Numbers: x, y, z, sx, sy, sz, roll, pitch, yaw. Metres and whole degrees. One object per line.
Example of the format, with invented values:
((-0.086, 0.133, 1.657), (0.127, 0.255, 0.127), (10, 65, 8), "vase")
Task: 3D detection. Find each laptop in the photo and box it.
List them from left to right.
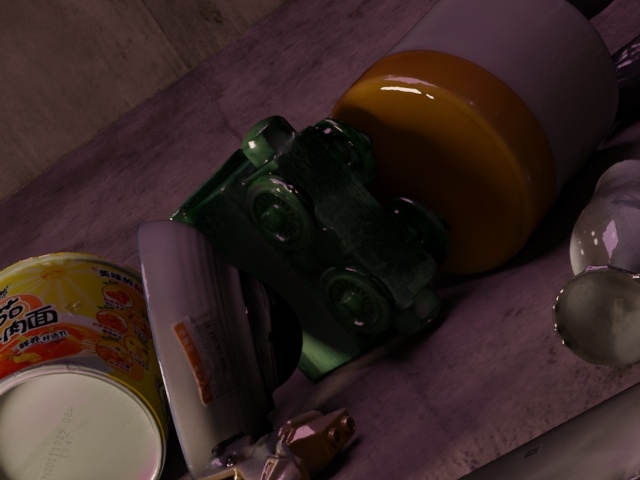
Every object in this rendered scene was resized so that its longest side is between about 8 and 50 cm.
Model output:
((0.169, 0.184, 1.488), (0.269, 0.015, 0.187), (-30, 10, 14), "laptop")

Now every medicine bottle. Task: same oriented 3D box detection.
((0.160, -0.120, 2.011), (0.238, 0.238, 0.232), (-18, 22, 45), "medicine bottle")

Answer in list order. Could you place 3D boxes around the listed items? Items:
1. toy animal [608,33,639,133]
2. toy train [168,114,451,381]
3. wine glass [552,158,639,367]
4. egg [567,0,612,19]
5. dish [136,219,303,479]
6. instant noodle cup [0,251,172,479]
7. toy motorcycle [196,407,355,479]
((0.343, -0.180, 2.087), (0.210, 0.121, 0.117), (-14, 44, 36), "toy animal")
((0.000, 0.000, 1.954), (0.145, 0.266, 0.202), (-47, 10, -37), "toy train")
((0.263, 0.012, 1.674), (0.103, 0.103, 0.222), (-26, 20, 27), "wine glass")
((0.240, -0.318, 2.153), (0.176, 0.176, 0.232), (-42, 23, -23), "egg")
((-0.083, 0.102, 1.878), (0.134, 0.273, 0.273), (-12, 17, -1), "dish")
((-0.265, 0.167, 2.033), (0.264, 0.264, 0.200), (-32, 24, 10), "instant noodle cup")
((-0.033, 0.211, 1.733), (0.130, 0.094, 0.229), (-18, 10, 33), "toy motorcycle")
